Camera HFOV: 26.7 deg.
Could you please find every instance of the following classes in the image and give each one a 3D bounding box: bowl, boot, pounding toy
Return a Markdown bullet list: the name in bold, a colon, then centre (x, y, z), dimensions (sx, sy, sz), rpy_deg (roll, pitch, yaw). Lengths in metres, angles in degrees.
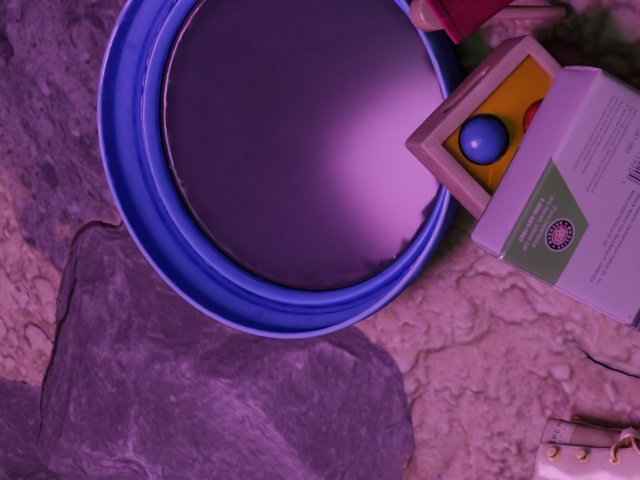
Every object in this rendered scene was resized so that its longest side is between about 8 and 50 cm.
- **bowl**: centre (-0.037, -0.105, 1.283), dimensions (0.391, 0.077, 0.391), rpy_deg (8, 106, 28)
- **boot**: centre (0.290, 0.173, 1.171), dimensions (0.203, 0.095, 0.262), rpy_deg (12, 116, 32)
- **pounding toy**: centre (0.154, -0.127, 1.109), dimensions (0.206, 0.094, 0.181), rpy_deg (45, 89, -8)

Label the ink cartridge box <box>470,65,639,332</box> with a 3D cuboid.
- **ink cartridge box**: centre (0.254, -0.014, 1.039), dimensions (0.219, 0.092, 0.160), rpy_deg (28, 94, -12)

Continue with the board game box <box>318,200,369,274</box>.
- **board game box**: centre (0.000, 0.000, 1.348), dimensions (0.090, 0.020, 0.090), rpy_deg (38, 123, 16)

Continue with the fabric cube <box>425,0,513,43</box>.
- **fabric cube**: centre (0.118, -0.330, 0.957), dimensions (0.258, 0.259, 0.254), rpy_deg (-34, 83, 10)

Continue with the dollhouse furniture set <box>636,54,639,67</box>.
- **dollhouse furniture set**: centre (0.320, -0.138, 0.999), dimensions (0.182, 0.161, 0.101), rpy_deg (25, 118, 24)
